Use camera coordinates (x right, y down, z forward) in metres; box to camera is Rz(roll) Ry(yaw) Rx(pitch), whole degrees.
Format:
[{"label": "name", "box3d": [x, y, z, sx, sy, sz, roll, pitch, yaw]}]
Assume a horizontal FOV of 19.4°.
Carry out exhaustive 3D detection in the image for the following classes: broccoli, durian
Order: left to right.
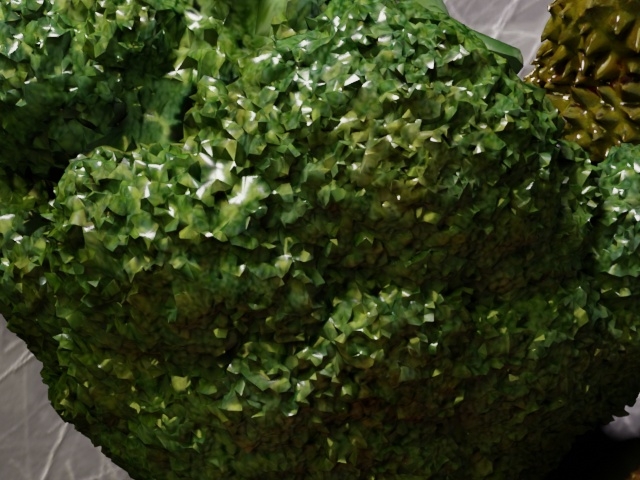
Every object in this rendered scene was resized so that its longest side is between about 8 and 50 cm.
[{"label": "broccoli", "box3d": [-0.002, 0.005, 0.924, 0.310, 0.413, 0.321, -86, 13, -68]}, {"label": "durian", "box3d": [0.190, -0.124, 1.071, 0.187, 0.108, 0.119, -38, 48, 3]}]

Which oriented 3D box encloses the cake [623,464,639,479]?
[{"label": "cake", "box3d": [0.153, 0.196, 0.927, 0.225, 0.090, 0.109, -42, 48, 24]}]
